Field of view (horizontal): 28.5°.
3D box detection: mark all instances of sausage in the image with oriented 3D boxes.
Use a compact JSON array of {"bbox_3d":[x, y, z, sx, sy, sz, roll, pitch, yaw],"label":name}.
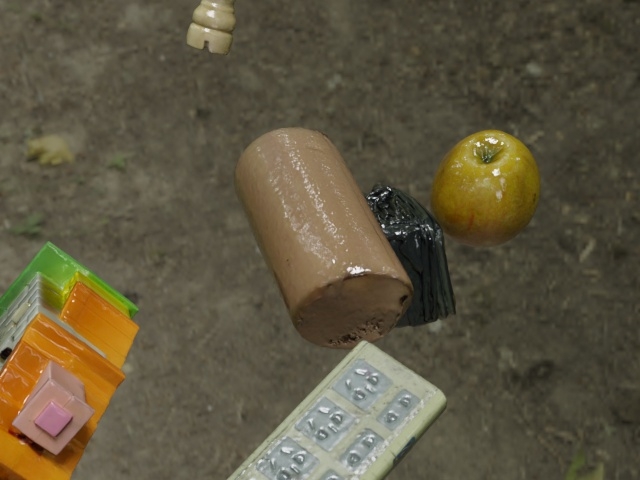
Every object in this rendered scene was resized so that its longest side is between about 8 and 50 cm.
[{"bbox_3d":[0.000,0.000,1.257,0.123,0.123,0.253,-15,40,-9],"label":"sausage"}]

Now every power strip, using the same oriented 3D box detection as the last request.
[{"bbox_3d":[-0.012,0.187,0.985,0.092,0.034,0.268,33,61,25],"label":"power strip"}]

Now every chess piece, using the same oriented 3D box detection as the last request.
[{"bbox_3d":[-0.105,-0.258,1.317,0.066,0.122,0.066,16,14,-4],"label":"chess piece"}]

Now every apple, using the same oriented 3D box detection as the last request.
[{"bbox_3d":[0.258,-0.083,1.967,0.183,0.155,0.182,1,45,-1],"label":"apple"}]

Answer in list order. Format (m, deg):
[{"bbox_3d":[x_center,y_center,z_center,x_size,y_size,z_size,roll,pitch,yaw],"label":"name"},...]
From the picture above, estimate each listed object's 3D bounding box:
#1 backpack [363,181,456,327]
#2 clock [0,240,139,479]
[{"bbox_3d":[0.099,0.014,1.832,0.133,0.206,0.258,-11,25,-7],"label":"backpack"},{"bbox_3d":[-0.254,0.147,1.058,0.220,0.106,0.255,-49,19,4],"label":"clock"}]
